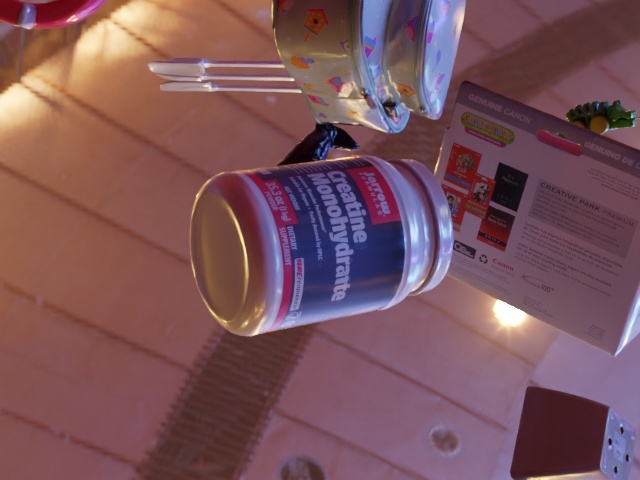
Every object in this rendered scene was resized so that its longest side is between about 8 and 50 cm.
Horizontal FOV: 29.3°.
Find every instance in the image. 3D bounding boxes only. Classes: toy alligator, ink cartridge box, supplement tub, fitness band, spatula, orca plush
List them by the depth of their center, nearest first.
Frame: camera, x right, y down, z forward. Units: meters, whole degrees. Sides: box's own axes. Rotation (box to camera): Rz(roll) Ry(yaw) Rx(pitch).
[{"bbox_3d":[-0.335,-0.341,1.289,0.291,0.209,0.054,22,-172,14],"label":"fitness band"},{"bbox_3d":[0.000,0.000,1.451,0.272,0.191,0.191,-10,-127,-29],"label":"supplement tub"},{"bbox_3d":[0.306,-0.047,1.590,0.309,0.272,0.130,27,-148,25],"label":"ink cartridge box"},{"bbox_3d":[-0.030,-0.045,1.799,0.102,0.151,0.287,27,-117,37],"label":"orca plush"},{"bbox_3d":[0.440,-0.192,1.869,0.056,0.189,0.051,-21,-82,-52],"label":"toy alligator"},{"bbox_3d":[-0.135,-0.249,1.874,0.242,0.168,0.019,2,-102,0],"label":"spatula"}]

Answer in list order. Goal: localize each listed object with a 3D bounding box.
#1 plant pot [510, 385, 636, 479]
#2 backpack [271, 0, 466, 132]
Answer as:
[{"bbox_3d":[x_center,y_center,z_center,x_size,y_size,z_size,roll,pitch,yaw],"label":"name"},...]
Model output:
[{"bbox_3d":[0.284,0.230,1.344,0.109,0.096,0.109,41,-125,-40],"label":"plant pot"},{"bbox_3d":[0.039,-0.187,0.996,0.144,0.188,0.166,8,-105,26],"label":"backpack"}]
